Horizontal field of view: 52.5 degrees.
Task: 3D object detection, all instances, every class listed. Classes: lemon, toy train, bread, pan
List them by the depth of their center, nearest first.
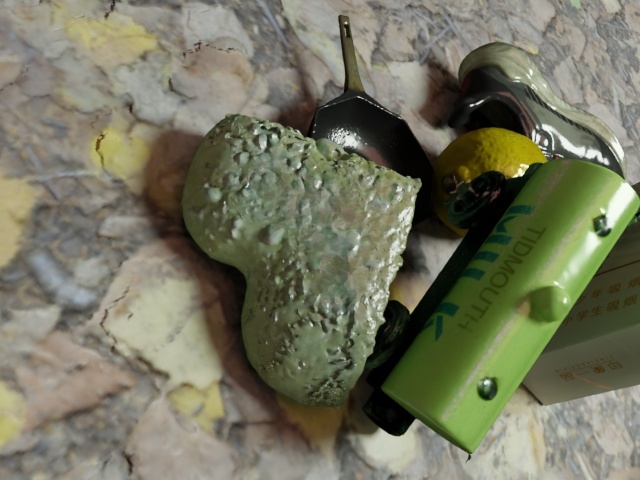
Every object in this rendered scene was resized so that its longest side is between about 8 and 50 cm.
[{"bbox_3d":[0.000,0.000,0.474,0.172,0.064,0.232,-22,81,-11],"label":"bread"},{"bbox_3d":[0.129,0.041,0.478,0.105,0.157,0.253,41,79,-14],"label":"toy train"},{"bbox_3d":[0.043,-0.093,0.592,0.128,0.048,0.202,25,58,-24],"label":"pan"},{"bbox_3d":[0.160,-0.052,0.614,0.133,0.109,0.109,1,67,-47],"label":"lemon"}]

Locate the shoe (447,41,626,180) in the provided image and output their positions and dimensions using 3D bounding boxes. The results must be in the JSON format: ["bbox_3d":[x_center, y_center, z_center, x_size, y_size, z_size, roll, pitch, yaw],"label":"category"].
[{"bbox_3d":[0.226,-0.106,0.702,0.227,0.099,0.112,43,58,-5],"label":"shoe"}]

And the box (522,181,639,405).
[{"bbox_3d":[0.284,0.039,0.629,0.067,0.149,0.233,46,51,-11],"label":"box"}]
